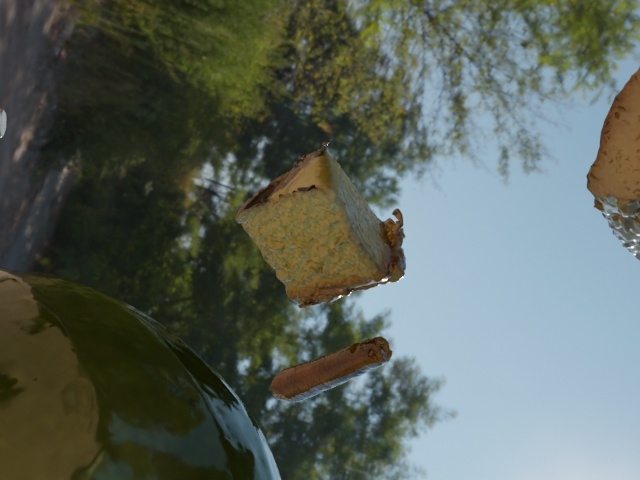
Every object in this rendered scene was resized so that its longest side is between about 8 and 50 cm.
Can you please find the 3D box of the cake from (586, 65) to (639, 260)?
[{"bbox_3d":[0.515,-0.076,0.856,0.307,0.314,0.293,20,-93,43],"label":"cake"}]

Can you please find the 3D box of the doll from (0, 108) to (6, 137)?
[{"bbox_3d":[-0.318,-0.099,0.661,0.058,0.085,0.040,-9,100,-70],"label":"doll"}]

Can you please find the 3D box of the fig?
[{"bbox_3d":[-0.182,0.151,0.478,0.316,0.316,0.316,-159,-90,-75],"label":"fig"}]

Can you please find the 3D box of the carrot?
[{"bbox_3d":[0.010,0.139,0.825,0.171,0.042,0.042,-29,-141,39],"label":"carrot"}]

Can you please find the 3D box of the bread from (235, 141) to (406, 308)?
[{"bbox_3d":[0.000,0.000,0.790,0.152,0.147,0.127,-33,-161,18],"label":"bread"}]
